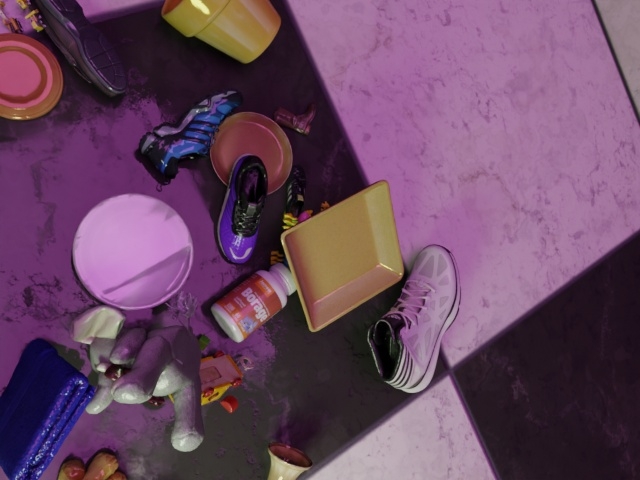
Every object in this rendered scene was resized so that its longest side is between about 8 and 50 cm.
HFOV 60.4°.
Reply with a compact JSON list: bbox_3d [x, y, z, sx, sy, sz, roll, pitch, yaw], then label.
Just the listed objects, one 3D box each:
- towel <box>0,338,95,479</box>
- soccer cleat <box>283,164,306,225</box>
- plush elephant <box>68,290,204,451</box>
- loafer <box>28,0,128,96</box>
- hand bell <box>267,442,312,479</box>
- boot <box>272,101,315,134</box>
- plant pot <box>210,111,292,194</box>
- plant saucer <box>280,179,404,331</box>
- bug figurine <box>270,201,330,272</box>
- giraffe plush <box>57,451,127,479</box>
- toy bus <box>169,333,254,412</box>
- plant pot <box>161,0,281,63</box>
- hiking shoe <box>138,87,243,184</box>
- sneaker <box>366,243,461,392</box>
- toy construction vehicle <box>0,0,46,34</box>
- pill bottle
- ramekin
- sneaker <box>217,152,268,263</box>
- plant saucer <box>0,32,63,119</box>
[{"bbox_3d":[-0.581,0.343,1.130,0.076,0.308,0.228,36,72,-37],"label":"towel"},{"bbox_3d":[-0.065,-0.129,1.548,0.060,0.072,0.179,11,80,-24],"label":"soccer cleat"},{"bbox_3d":[-0.410,0.273,1.201,0.272,0.255,0.330,58,24,-47],"label":"plush elephant"},{"bbox_3d":[-0.590,-0.479,1.343,0.302,0.095,0.109,57,35,-14],"label":"loafer"},{"bbox_3d":[-0.122,0.672,1.436,0.126,0.126,0.242,22,89,-22],"label":"hand bell"},{"bbox_3d":[-0.076,-0.370,1.592,0.114,0.037,0.106,17,75,-18],"label":"boot"},{"bbox_3d":[-0.192,-0.236,1.523,0.236,0.032,0.236,2,84,-25],"label":"plant pot"},{"bbox_3d":[0.056,0.033,1.487,0.333,0.081,0.333,-29,124,-20],"label":"plant saucer"},{"bbox_3d":[0.000,0.000,1.532,0.279,0.072,0.216,-15,123,-25],"label":"bug figurine"},{"bbox_3d":[-0.523,0.586,1.200,0.210,0.170,0.181,-25,95,-25],"label":"giraffe plush"},{"bbox_3d":[-0.283,0.353,1.375,0.202,0.191,0.104,31,116,-18],"label":"toy bus"},{"bbox_3d":[-0.241,-0.604,1.435,0.239,0.254,0.254,34,71,-35],"label":"plant pot"},{"bbox_3d":[-0.314,-0.277,1.429,0.304,0.113,0.132,-37,97,-13],"label":"hiking shoe"},{"bbox_3d":[0.270,0.201,1.561,0.257,0.169,0.447,33,69,-56],"label":"sneaker"},{"bbox_3d":[-0.702,-0.525,1.284,0.086,0.035,0.098,-22,97,17],"label":"toy construction vehicle"},{"bbox_3d":[-0.168,0.156,1.442,0.216,0.121,0.121,-38,101,-24],"label":"pill bottle"},{"bbox_3d":[-0.450,0.031,1.319,0.273,0.127,0.273,3,82,-25],"label":"ramekin"},{"bbox_3d":[-0.196,-0.078,1.419,0.102,0.146,0.293,5,98,-22],"label":"sneaker"},{"bbox_3d":[-0.706,-0.382,1.277,0.200,0.037,0.200,-1,93,-26],"label":"plant saucer"}]
